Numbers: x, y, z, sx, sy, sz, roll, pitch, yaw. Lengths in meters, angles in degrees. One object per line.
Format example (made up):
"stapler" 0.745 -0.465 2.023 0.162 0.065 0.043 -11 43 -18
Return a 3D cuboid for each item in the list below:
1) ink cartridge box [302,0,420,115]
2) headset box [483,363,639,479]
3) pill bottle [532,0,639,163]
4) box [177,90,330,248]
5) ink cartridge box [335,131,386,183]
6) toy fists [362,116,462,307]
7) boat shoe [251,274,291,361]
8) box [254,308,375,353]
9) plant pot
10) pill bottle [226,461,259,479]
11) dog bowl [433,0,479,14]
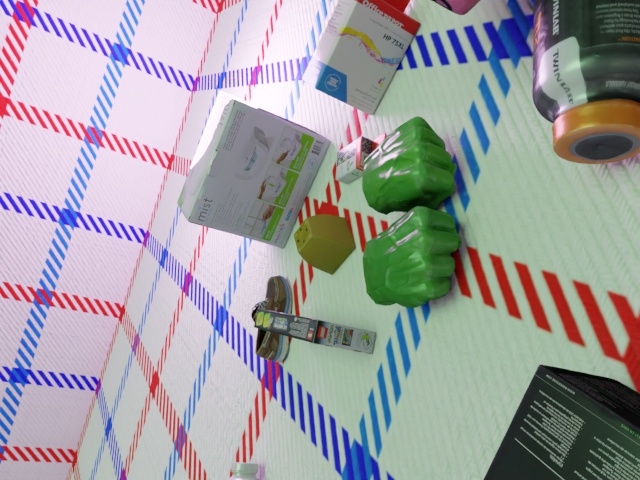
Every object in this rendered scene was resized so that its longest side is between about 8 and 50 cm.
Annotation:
"ink cartridge box" 0.082 -0.364 0.975 0.231 0.134 0.078 -62 32 19
"headset box" 0.238 0.285 0.410 0.246 0.131 0.283 34 105 58
"pill bottle" 0.292 -0.207 0.565 0.130 0.130 0.246 -16 62 55
"box" -0.144 -0.144 1.139 0.127 0.231 0.262 44 114 56
"ink cartridge box" 0.073 -0.154 0.989 0.115 0.029 0.063 -26 54 52
"toy fists" 0.134 -0.042 0.777 0.142 0.096 0.279 144 133 -59
"boat shoe" -0.101 0.150 1.084 0.066 0.066 0.183 -39 45 43
"box" -0.016 0.150 0.902 0.207 0.114 0.036 -2 73 57
"plant pot" 0.000 0.000 0.979 0.081 0.083 0.081 -52 36 32
"pill bottle" -0.146 0.477 0.996 0.067 0.067 0.120 -27 53 50
"dog bowl" 0.237 -0.431 0.591 0.408 0.150 0.408 -45 6 6
